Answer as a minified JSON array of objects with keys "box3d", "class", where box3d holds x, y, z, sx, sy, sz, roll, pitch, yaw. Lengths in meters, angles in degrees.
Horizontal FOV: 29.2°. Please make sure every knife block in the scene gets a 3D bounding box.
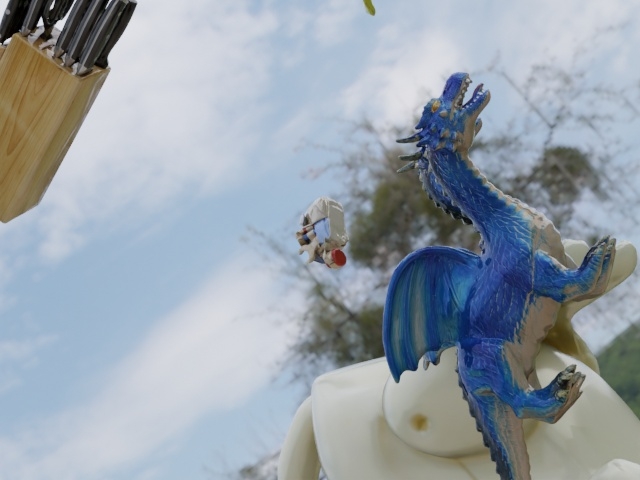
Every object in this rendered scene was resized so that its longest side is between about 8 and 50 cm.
[{"box3d":[-0.300,-0.174,1.421,0.242,0.275,0.088,-8,15,20],"class":"knife block"}]

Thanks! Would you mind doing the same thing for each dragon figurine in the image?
[{"box3d":[0.090,0.049,0.744,0.085,0.144,0.289,3,-79,-71],"class":"dragon figurine"}]

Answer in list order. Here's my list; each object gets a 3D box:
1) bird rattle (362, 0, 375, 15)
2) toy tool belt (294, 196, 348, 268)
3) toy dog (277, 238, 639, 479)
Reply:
[{"box3d":[-0.009,-0.393,1.634,0.207,0.143,0.253,3,-4,23],"class":"bird rattle"},{"box3d":[0.000,0.000,1.237,0.052,0.083,0.051,24,-43,-39],"class":"toy tool belt"},{"box3d":[0.171,0.245,0.955,0.395,0.407,0.284,-27,-12,13],"class":"toy dog"}]
